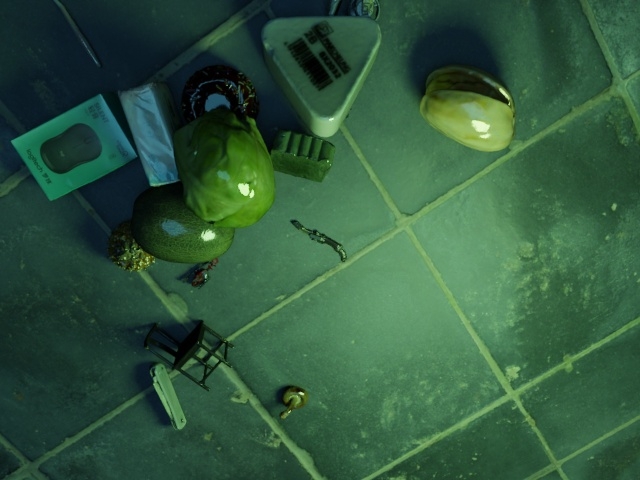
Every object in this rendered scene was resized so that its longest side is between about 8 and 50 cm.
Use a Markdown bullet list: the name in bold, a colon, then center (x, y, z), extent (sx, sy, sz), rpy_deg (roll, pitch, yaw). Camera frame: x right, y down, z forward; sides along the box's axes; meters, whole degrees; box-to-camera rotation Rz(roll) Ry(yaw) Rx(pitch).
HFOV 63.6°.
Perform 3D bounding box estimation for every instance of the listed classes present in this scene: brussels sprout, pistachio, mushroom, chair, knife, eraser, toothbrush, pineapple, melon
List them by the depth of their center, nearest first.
- **brussels sprout**: center (-0.254, -0.186, 1.396), extent (0.247, 0.328, 0.328), rpy_deg (-26, 107, 10)
- **eraser**: center (-0.024, -0.491, 1.431), extent (0.330, 0.150, 0.332), rpy_deg (0, 80, 0)
- **toothbrush**: center (-0.703, -0.628, 1.442), extent (0.029, 0.025, 0.307), rpy_deg (-31, 107, -3)
- **pistachio**: center (0.442, -0.378, 1.510), extent (0.308, 0.230, 0.230), rpy_deg (24, 104, -6)
- **melon**: center (-0.402, -0.050, 1.533), extent (0.301, 0.237, 0.238), rpy_deg (10, 107, -20)
- **pineapple**: center (-0.586, 0.027, 1.595), extent (0.161, 0.137, 0.176), rpy_deg (24, 105, -11)
- **knife**: center (0.004, -0.004, 1.688), extent (0.222, 0.021, 0.046), rpy_deg (35, 104, -14)
- **chair**: center (-0.430, 0.351, 1.704), extent (0.260, 0.154, 0.141), rpy_deg (40, 100, -17)
- **knife**: center (-0.533, 0.547, 1.796), extent (0.040, 0.073, 0.266), rpy_deg (-12, 110, 9)
- **mushroom**: center (-0.107, 0.572, 1.828), extent (0.129, 0.072, 0.088), rpy_deg (-38, 126, -27)

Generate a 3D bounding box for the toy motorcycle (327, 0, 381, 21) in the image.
- **toy motorcycle**: center (0.103, -0.770, 1.412), extent (0.222, 0.108, 0.341), rpy_deg (12, 105, -8)

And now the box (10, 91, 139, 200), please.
- **box**: center (-0.694, -0.274, 1.504), extent (0.311, 0.118, 0.205), rpy_deg (-25, 109, 4)

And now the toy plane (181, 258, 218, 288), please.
- **toy plane**: center (-0.384, 0.108, 1.688), extent (0.145, 0.037, 0.060), rpy_deg (-43, 95, 13)

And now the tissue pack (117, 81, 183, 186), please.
- **tissue pack**: center (-0.459, -0.304, 1.468), extent (0.124, 0.201, 0.271), rpy_deg (-15, 108, -4)

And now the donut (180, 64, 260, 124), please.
- **donut**: center (-0.297, -0.397, 1.510), extent (0.234, 0.089, 0.235), rpy_deg (-1, 106, -2)

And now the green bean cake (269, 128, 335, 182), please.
- **green bean cake**: center (-0.057, -0.251, 1.519), extent (0.183, 0.185, 0.094), rpy_deg (16, 82, -7)
